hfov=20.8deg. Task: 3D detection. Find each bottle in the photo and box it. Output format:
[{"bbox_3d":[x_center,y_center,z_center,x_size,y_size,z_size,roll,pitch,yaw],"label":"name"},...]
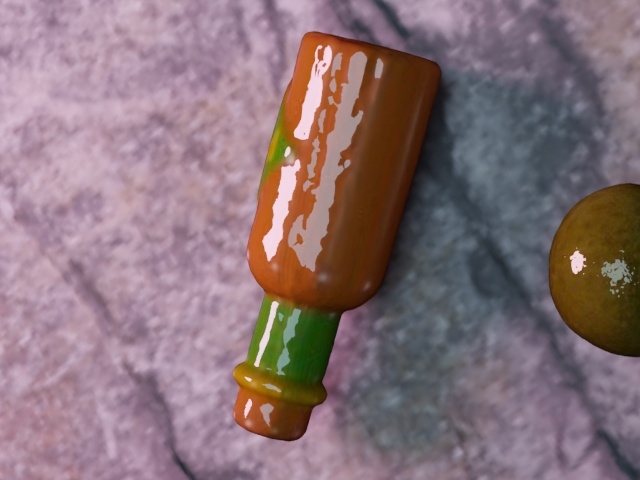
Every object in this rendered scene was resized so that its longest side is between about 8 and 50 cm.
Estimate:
[{"bbox_3d":[0.000,0.000,0.799,0.069,0.069,0.187,16,94,21],"label":"bottle"}]

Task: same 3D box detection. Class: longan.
[{"bbox_3d":[0.138,0.012,0.748,0.083,0.075,0.075,-18,79,-22],"label":"longan"}]
